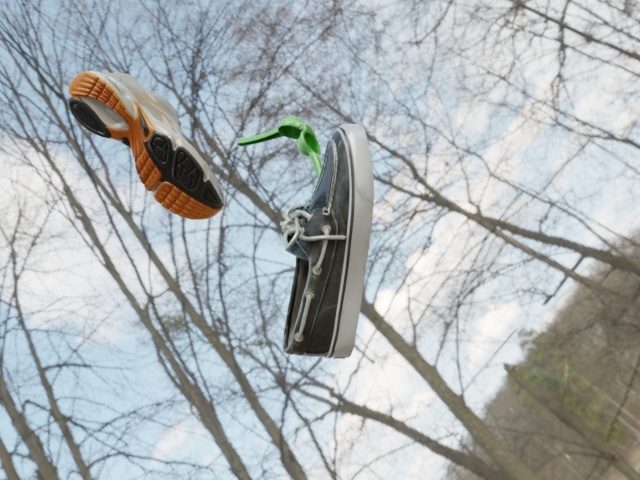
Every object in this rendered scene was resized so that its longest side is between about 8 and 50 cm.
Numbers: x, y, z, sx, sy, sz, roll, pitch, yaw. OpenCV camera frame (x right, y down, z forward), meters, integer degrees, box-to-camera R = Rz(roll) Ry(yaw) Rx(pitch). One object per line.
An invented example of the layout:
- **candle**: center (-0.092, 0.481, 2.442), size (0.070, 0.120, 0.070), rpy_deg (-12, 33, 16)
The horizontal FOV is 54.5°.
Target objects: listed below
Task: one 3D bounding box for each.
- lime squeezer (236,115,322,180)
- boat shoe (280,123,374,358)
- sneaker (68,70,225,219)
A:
- **lime squeezer**: center (-0.052, -0.178, 1.183), size (0.110, 0.310, 0.059), rpy_deg (-44, -42, -8)
- **boat shoe**: center (-0.001, 0.000, 0.803), size (0.105, 0.113, 0.306), rpy_deg (5, -81, -13)
- **sneaker**: center (-0.222, -0.147, 0.885), size (0.099, 0.262, 0.121), rpy_deg (-40, 6, 30)
